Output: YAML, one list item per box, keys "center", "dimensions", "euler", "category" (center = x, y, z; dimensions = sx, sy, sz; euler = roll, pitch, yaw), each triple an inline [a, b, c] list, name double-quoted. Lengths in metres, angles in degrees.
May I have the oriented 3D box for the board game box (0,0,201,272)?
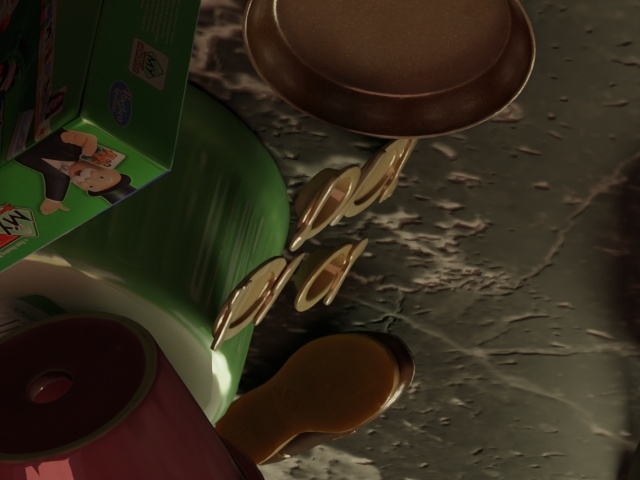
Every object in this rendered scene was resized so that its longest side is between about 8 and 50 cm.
- center: [-0.125, -0.127, 0.761]
  dimensions: [0.046, 0.317, 0.213]
  euler: [32, 139, -32]
  category: "board game box"

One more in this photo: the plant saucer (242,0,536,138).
- center: [0.040, -0.122, 0.984]
  dimensions: [0.168, 0.029, 0.168]
  euler: [5, 145, 4]
  category: "plant saucer"

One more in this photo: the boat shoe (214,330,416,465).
- center: [0.003, 0.115, 1.298]
  dimensions: [0.073, 0.073, 0.207]
  euler: [-12, 168, -44]
  category: "boat shoe"

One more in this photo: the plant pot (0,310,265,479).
- center: [-0.134, 0.150, 1.018]
  dimensions: [0.201, 0.201, 0.180]
  euler: [-3, 128, 16]
  category: "plant pot"

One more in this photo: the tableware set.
- center: [0.000, 0.000, 1.051]
  dimensions: [0.020, 0.168, 0.141]
  euler: [39, 117, 16]
  category: "tableware set"

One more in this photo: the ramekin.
- center: [-0.179, 0.021, 1.127]
  dimensions: [0.303, 0.148, 0.303]
  euler: [6, 145, 4]
  category: "ramekin"

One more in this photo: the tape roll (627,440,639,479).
- center: [0.320, 0.213, 1.227]
  dimensions: [0.219, 0.219, 0.072]
  euler: [27, 140, -24]
  category: "tape roll"
